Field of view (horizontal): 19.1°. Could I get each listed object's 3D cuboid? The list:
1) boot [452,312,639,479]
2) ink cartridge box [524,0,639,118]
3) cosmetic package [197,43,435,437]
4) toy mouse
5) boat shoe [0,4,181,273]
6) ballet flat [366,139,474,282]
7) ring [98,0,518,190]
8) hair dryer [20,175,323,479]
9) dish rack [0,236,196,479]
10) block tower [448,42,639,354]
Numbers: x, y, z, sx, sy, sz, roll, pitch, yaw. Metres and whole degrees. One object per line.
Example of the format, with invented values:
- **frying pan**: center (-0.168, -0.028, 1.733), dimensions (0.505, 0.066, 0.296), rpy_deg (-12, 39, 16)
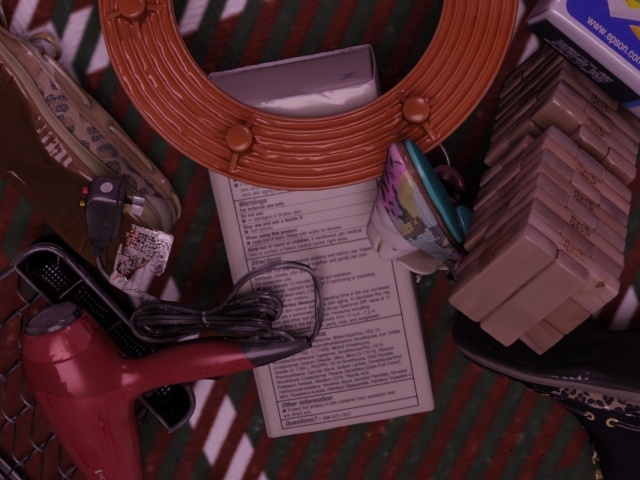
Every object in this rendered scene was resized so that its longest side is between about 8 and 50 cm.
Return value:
- **boot**: center (0.234, 0.150, 1.683), dimensions (0.236, 0.085, 0.179), rpy_deg (13, 140, 25)
- **ink cartridge box**: center (0.363, -0.209, 1.549), dimensions (0.303, 0.072, 0.307), rpy_deg (37, 75, -12)
- **cosmetic package**: center (0.000, 0.000, 1.611), dimensions (0.153, 0.129, 0.296), rpy_deg (-9, 110, 4)
- **toy mouse**: center (0.118, -0.007, 1.625), dimensions (0.161, 0.031, 0.143), rpy_deg (51, 62, -14)
- **boat shoe**: center (-0.234, -0.097, 1.605), dimensions (0.104, 0.089, 0.285), rpy_deg (-30, 107, 37)
- **ballet flat**: center (0.084, -0.008, 1.497), dimensions (0.079, 0.077, 0.221), rpy_deg (-26, 152, 16)
- **ring**: center (-0.011, -0.205, 1.501), dimensions (0.336, 0.032, 0.337), rpy_deg (-1, 80, 4)
- **hair dryer**: center (-0.142, 0.110, 1.573), dimensions (0.223, 0.080, 0.293), rpy_deg (27, 120, 7)
- **dish rack**: center (-0.268, 0.140, 1.687), dimensions (0.271, 0.074, 0.208), rpy_deg (-38, 105, 12)
- **block tower**: center (0.185, -0.050, 1.495), dimensions (0.091, 0.335, 0.097), rpy_deg (38, 127, -13)
